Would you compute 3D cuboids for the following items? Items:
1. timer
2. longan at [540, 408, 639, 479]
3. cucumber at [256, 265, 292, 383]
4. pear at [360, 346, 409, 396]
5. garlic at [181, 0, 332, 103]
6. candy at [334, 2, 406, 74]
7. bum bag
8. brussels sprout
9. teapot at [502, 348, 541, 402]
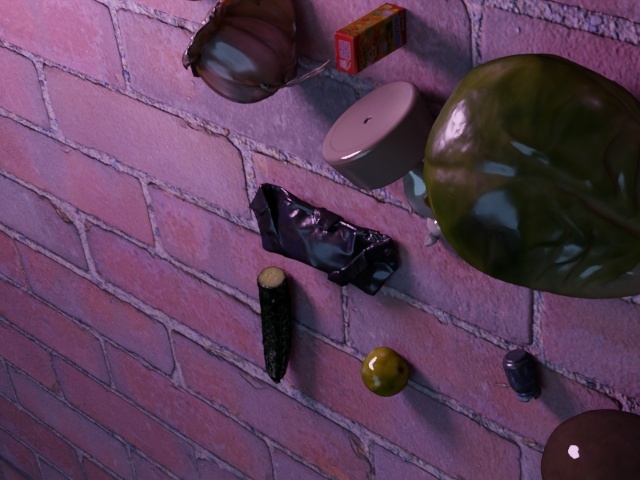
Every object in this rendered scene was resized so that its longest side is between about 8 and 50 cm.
[{"bbox_3d":[0.148,-0.091,1.721,0.175,0.175,0.266,-6,133,50],"label":"timer"},{"bbox_3d":[0.451,0.376,1.677,0.246,0.215,0.246,13,105,56],"label":"longan"},{"bbox_3d":[-0.088,0.178,2.252,0.067,0.067,0.294,29,139,31],"label":"cucumber"},{"bbox_3d":[0.115,0.245,2.060,0.092,0.092,0.097,56,144,-3],"label":"pear"},{"bbox_3d":[-0.113,-0.299,1.747,0.256,0.207,0.207,31,141,53],"label":"garlic"},{"bbox_3d":[0.073,-0.293,1.627,0.038,0.122,0.062,25,135,35],"label":"candy"},{"bbox_3d":[0.000,0.000,1.993,0.310,0.074,0.137,25,124,26],"label":"bum bag"},{"bbox_3d":[0.306,-0.072,1.424,0.354,0.281,0.289,26,108,6],"label":"brussels sprout"},{"bbox_3d":[0.323,0.220,1.833,0.063,0.049,0.083,4,122,47],"label":"teapot"}]
